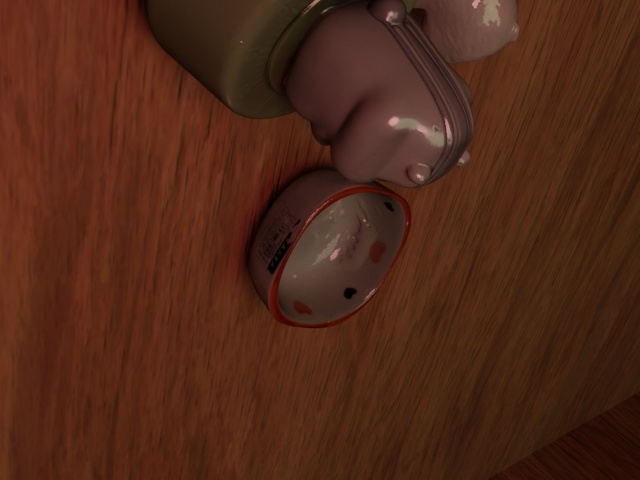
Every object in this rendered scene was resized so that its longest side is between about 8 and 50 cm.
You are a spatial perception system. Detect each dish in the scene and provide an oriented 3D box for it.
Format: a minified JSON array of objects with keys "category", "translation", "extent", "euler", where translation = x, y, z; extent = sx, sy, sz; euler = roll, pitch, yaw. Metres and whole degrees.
[{"category":"dish","translation":[0.000,0.000,1.161],"extent":[0.256,0.117,0.256],"euler":[-26,137,-27]}]

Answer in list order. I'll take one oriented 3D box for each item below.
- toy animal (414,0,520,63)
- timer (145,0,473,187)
[{"category":"toy animal","translation":[0.141,-0.353,0.996],"extent":[0.140,0.138,0.282],"euler":[-49,120,-11]},{"category":"timer","translation":[0.027,-0.184,0.799],"extent":[0.290,0.315,0.291],"euler":[-34,166,-10]}]
